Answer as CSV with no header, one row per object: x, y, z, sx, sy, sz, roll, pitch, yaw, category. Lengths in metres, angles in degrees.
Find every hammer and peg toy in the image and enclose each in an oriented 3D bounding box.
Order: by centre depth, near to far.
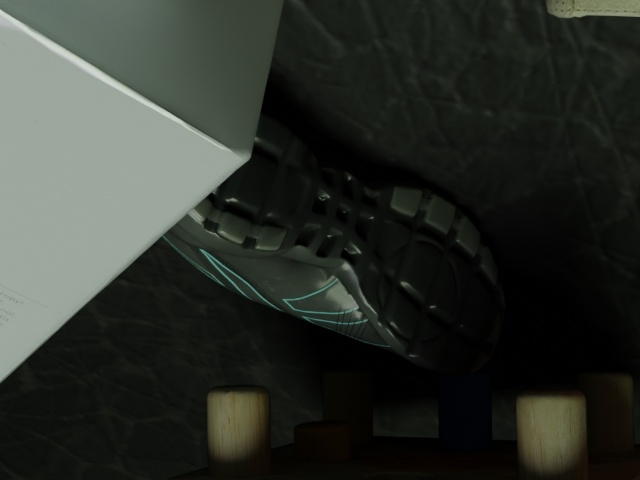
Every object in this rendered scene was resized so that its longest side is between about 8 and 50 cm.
0.124,0.147,0.738,0.361,0.127,0.266,-2,177,21,hammer and peg toy

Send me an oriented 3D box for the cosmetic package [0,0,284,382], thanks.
-0.125,-0.089,0.519,0.138,0.224,0.224,29,136,-23,cosmetic package

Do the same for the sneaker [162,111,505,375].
0.000,0.000,0.727,0.267,0.101,0.106,32,158,-29,sneaker

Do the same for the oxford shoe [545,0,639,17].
0.280,-0.083,0.465,0.397,0.140,0.146,23,108,8,oxford shoe
